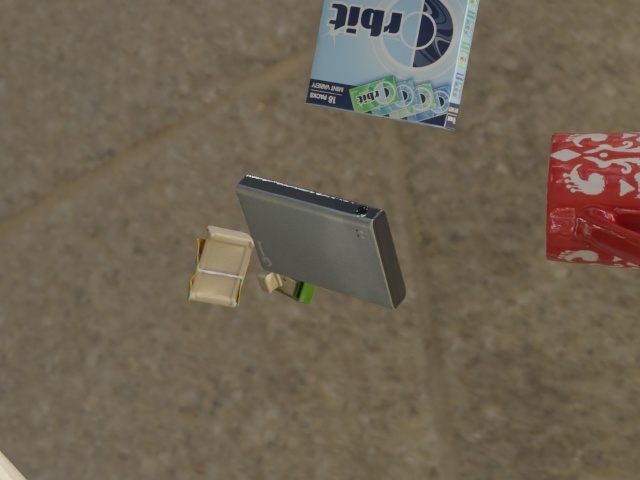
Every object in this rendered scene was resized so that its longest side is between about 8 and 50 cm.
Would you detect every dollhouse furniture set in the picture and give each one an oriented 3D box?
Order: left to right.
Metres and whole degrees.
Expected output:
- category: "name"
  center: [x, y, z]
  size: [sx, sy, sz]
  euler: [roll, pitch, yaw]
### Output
- category: "dollhouse furniture set"
  center: [-0.078, 0.027, 1.625]
  size: [0.058, 0.152, 0.076]
  euler: [27, 103, 53]

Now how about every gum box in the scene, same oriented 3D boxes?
- category: "gum box"
  center: [0.077, -0.217, 1.640]
  size: [0.157, 0.041, 0.184]
  euler: [12, 95, 21]

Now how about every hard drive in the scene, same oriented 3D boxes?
- category: "hard drive"
  center: [0.000, 0.000, 1.282]
  size: [0.135, 0.094, 0.022]
  euler: [16, 49, 34]

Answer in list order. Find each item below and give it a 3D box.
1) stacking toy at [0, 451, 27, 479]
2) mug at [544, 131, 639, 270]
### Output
- category: "stacking toy"
  center: [-0.285, 0.216, 0.783]
  size: [0.330, 0.141, 0.141]
  euler: [-43, 44, -16]
- category: "mug"
  center: [0.241, -0.028, 1.099]
  size: [0.169, 0.150, 0.113]
  euler: [4, 89, 11]
